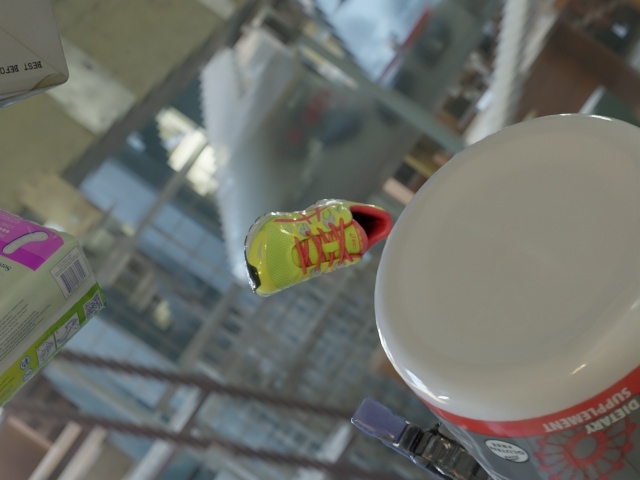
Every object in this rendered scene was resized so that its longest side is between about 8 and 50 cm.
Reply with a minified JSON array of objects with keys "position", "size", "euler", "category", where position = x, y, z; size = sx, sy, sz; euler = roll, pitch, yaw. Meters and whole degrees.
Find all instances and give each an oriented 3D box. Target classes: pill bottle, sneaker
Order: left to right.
[{"position":[0.000,0.000,1.988],"size":[0.094,0.081,0.208],"euler":[0,20,38],"category":"sneaker"},{"position":[0.203,0.100,1.215],"size":[0.210,0.363,0.210],"euler":[-19,48,22],"category":"pill bottle"}]

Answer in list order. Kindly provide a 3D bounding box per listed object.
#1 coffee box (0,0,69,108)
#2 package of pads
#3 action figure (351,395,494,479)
[{"position":[-0.306,-0.109,1.126],"size":[0.168,0.119,0.297],"euler":[-15,2,-39],"category":"coffee box"},{"position":[-0.376,0.058,1.672],"size":[0.229,0.296,0.101],"euler":[-47,-40,-33],"category":"package of pads"},{"position":[0.208,0.177,1.724],"size":[0.179,0.341,0.330],"euler":[-60,5,3],"category":"action figure"}]
